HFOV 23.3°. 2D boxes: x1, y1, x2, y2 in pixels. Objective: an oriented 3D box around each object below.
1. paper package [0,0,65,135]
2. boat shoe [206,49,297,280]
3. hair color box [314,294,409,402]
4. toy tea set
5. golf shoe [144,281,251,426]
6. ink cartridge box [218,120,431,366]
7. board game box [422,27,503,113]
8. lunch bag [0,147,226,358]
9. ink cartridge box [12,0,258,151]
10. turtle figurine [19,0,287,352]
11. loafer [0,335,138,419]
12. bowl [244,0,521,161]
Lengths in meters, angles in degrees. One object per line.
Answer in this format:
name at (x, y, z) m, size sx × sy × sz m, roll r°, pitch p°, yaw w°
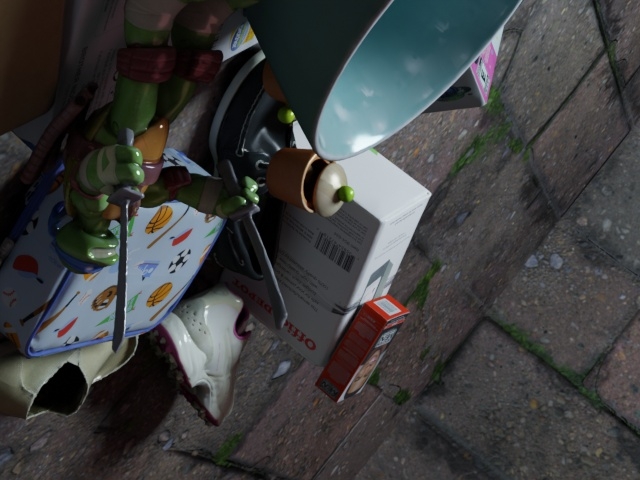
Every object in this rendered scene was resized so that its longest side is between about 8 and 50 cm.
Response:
paper package at (-0.343, -0.188, 1.096) m, size 0.325 × 0.168 × 0.309 m, roll -33°, pitch 151°, yaw -39°
boat shoe at (-0.071, -0.080, 1.900) m, size 0.127 × 0.113 × 0.340 m, roll -28°, pitch 149°, yaw -44°
hair color box at (0.055, 0.143, 2.063) m, size 0.072 × 0.043 × 0.141 m, roll -15°, pitch 140°, yaw -60°
toy tea set at (0.028, -0.193, 1.775) m, size 0.200 × 0.124 × 0.336 m, roll -31°, pitch 128°, yaw -50°
golf shoe at (-0.143, 0.159, 2.125) m, size 0.140 × 0.115 × 0.306 m, roll -38°, pitch 158°, yaw -12°
ink cartridge box at (0.000, 0.000, 2.056) m, size 0.114 × 0.198 × 0.273 m, roll -31°, pitch 152°, yaw -45°
board game box at (0.108, -0.318, 1.637) m, size 0.303 × 0.097 × 0.224 m, roll 59°, pitch 35°, yaw -44°
lunch bag at (-0.241, 0.015, 1.713) m, size 0.243 × 0.115 × 0.303 m, roll -56°, pitch 160°, yaw 18°
ink cartridge box at (-0.126, -0.276, 1.386) m, size 0.395 × 0.151 × 0.270 m, roll -32°, pitch 160°, yaw -38°
turtle figurine at (-0.104, -0.071, 1.247) m, size 0.197 × 0.274 × 0.266 m, roll 8°, pitch 105°, yaw -34°
loafer at (-0.302, 0.158, 1.840) m, size 0.268 × 0.092 × 0.102 m, roll -19°, pitch 142°, yaw -54°
bowl at (0.051, -0.237, 1.372) m, size 0.311 × 0.163 × 0.311 m, roll -43°, pitch 165°, yaw -14°
